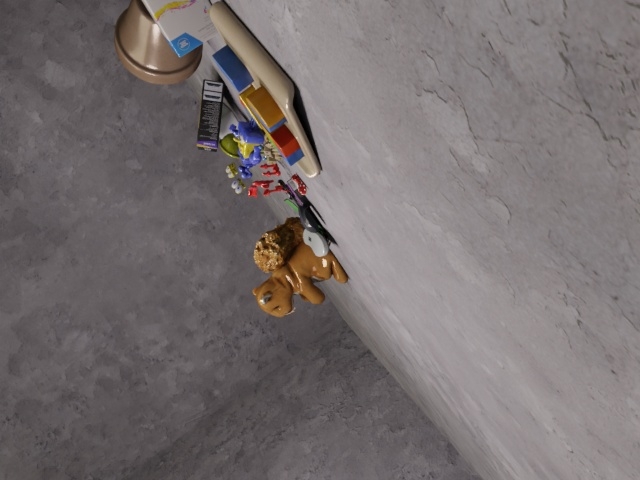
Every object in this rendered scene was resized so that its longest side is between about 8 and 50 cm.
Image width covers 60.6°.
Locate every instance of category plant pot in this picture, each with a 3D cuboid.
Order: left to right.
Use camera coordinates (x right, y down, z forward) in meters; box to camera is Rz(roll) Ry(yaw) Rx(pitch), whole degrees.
[{"bbox_3d":[-0.465,-0.625,1.601,0.263,0.263,0.229,55,156,0],"label":"plant pot"}]

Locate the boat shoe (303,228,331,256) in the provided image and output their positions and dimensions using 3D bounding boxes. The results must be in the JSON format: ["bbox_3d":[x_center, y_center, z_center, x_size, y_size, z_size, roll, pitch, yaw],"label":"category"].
[{"bbox_3d":[0.000,0.000,2.012,0.219,0.070,0.078,-136,47,-64],"label":"boat shoe"}]

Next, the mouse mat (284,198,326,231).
[{"bbox_3d":[-0.059,-0.093,2.044,0.189,0.007,0.152,41,176,-8],"label":"mouse mat"}]

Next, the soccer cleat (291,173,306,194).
[{"bbox_3d":[-0.065,-0.178,1.760,0.083,0.029,0.035,56,-176,24],"label":"soccer cleat"}]

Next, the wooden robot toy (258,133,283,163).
[{"bbox_3d":[-0.141,-0.293,1.657,0.173,0.076,0.079,84,-174,-78],"label":"wooden robot toy"}]

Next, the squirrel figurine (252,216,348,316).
[{"bbox_3d":[-0.140,0.116,2.294,0.397,0.370,0.281,58,174,-21],"label":"squirrel figurine"}]

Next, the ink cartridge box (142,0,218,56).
[{"bbox_3d":[-0.346,-0.573,1.288,0.078,0.134,0.231,51,173,45],"label":"ink cartridge box"}]

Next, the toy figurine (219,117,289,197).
[{"bbox_3d":[-0.227,-0.338,1.884,0.363,0.191,0.217,-117,31,-44],"label":"toy figurine"}]

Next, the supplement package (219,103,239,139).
[{"bbox_3d":[-0.430,-0.522,2.406,0.105,0.105,0.179,60,173,-36],"label":"supplement package"}]

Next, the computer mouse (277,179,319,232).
[{"bbox_3d":[-0.085,-0.117,1.910,0.242,0.041,0.071,52,174,21],"label":"computer mouse"}]

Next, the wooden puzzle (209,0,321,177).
[{"bbox_3d":[-0.137,-0.322,1.265,0.322,0.080,0.348,53,174,23],"label":"wooden puzzle"}]

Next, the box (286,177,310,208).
[{"bbox_3d":[-0.083,-0.160,1.978,0.116,0.029,0.162,54,173,-1],"label":"box"}]

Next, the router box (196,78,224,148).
[{"bbox_3d":[-0.426,-0.472,2.119,0.309,0.080,0.243,-151,68,-77],"label":"router box"}]
